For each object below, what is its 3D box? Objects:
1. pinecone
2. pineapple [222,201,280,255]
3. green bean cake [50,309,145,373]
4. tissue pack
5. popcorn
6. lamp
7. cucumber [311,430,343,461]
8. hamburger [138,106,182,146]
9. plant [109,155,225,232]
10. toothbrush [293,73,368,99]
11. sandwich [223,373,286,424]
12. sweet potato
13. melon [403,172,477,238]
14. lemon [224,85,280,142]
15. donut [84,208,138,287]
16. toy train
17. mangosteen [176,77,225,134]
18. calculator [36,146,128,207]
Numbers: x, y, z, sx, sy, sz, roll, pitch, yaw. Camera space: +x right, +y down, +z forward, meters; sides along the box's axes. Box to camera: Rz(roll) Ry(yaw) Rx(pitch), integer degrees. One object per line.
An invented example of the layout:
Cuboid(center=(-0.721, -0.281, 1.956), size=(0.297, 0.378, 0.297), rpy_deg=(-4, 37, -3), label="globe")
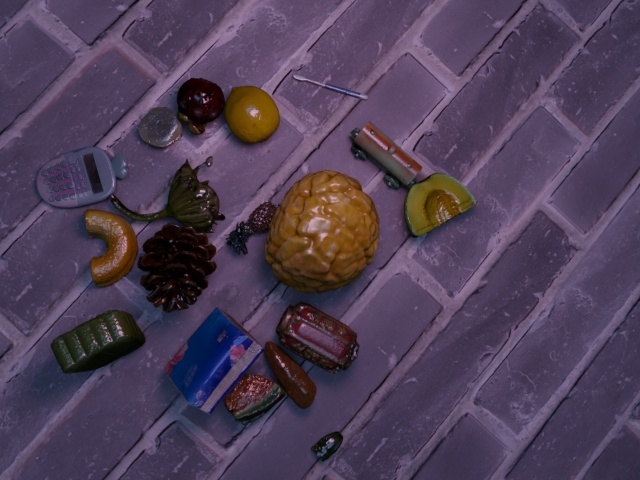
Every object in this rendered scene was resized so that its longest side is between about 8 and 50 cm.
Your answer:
Cuboid(center=(-0.453, 0.088, 1.739), size=(0.243, 0.309, 0.244), rpy_deg=(-1, 126, -2), label="pinecone")
Cuboid(center=(-0.215, -0.046, 1.865), size=(0.221, 0.083, 0.103), rpy_deg=(-41, 91, -6), label="pineapple")
Cuboid(center=(-0.668, 0.308, 1.707), size=(0.222, 0.248, 0.125), rpy_deg=(-29, 78, -8), label="green bean cake")
Cuboid(center=(-0.338, 0.371, 1.756), size=(0.270, 0.137, 0.209), rpy_deg=(-49, 49, -6), label="tissue pack")
Cuboid(center=(0.012, -0.012, 1.753), size=(0.344, 0.354, 0.390), rpy_deg=(29, 127, -4), label="popcorn")
Cuboid(center=(-0.008, 0.316, 1.827), size=(0.273, 0.177, 0.177), rpy_deg=(30, 83, -2), label="lamp")
Cuboid(center=(0.030, 0.686, 1.869), size=(0.107, 0.035, 0.067), rpy_deg=(-40, 90, -10), label="cucumber")
Cuboid(center=(-0.528, -0.376, 1.860), size=(0.133, 0.062, 0.140), rpy_deg=(32, 84, -1), label="hamburger")
Cuboid(center=(-0.479, -0.110, 1.841), size=(0.333, 0.180, 0.251), rpy_deg=(-20, 97, 19), label="plant")
Cuboid(center=(0.035, -0.539, 1.965), size=(0.275, 0.025, 0.019), rpy_deg=(14, 90, -8), label="toothbrush")
Cuboid(center=(-0.223, 0.498, 1.821), size=(0.184, 0.109, 0.160), rpy_deg=(-32, 77, -9), label="sandwich")
Cuboid(center=(-0.106, 0.439, 1.847), size=(0.097, 0.097, 0.252), rpy_deg=(-36, 86, -8), label="sweet potato")
Cuboid(center=(0.377, -0.126, 1.925), size=(0.265, 0.129, 0.169), rpy_deg=(-27, 86, -14), label="melon")
Cuboid(center=(-0.228, -0.418, 1.840), size=(0.178, 0.178, 0.203), rpy_deg=(-38, 108, -8), label="lemon")
Cuboid(center=(-0.672, 0.011, 1.804), size=(0.152, 0.101, 0.259), rpy_deg=(-9, 83, -13), label="donut")
Cuboid(center=(0.223, -0.289, 1.891), size=(0.285, 0.177, 0.116), rpy_deg=(41, 81, -2), label="toy train")
Cuboid(center=(-0.401, -0.444, 1.837), size=(0.166, 0.166, 0.180), rpy_deg=(29, 106, -4), label="mangosteen")
Cuboid(center=(-0.775, -0.207, 1.827), size=(0.298, 0.041, 0.186), rpy_deg=(-18, 89, -6), label="calculator")
